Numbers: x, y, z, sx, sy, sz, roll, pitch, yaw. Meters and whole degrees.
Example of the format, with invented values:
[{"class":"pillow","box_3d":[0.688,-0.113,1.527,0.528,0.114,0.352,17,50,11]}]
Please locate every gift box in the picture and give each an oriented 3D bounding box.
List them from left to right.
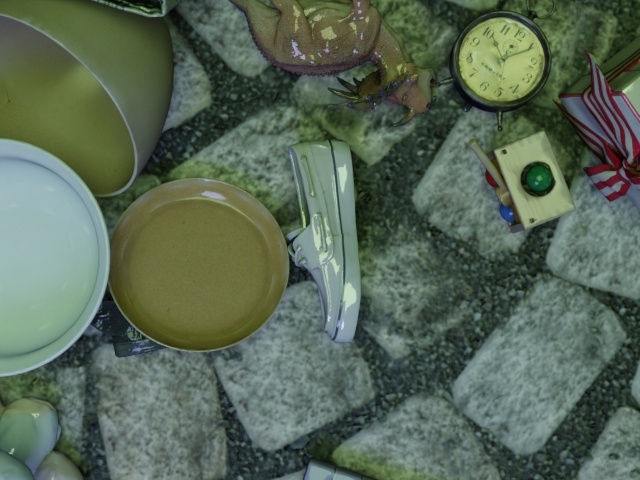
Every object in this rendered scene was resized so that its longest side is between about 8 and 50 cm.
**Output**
[{"class":"gift box","box_3d":[0.451,-0.166,1.535,0.258,0.255,0.276,-39,94,-3]}]

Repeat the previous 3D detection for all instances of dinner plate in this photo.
[{"class":"dinner plate","box_3d":[-0.156,0.040,1.624,0.141,0.017,0.141,3,72,-8]}]

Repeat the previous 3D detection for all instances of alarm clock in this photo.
[{"class":"alarm clock","box_3d":[0.248,-0.250,1.626,0.129,0.064,0.192,36,91,1]}]

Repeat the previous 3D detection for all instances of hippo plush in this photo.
[{"class":"hippo plush","box_3d":[-0.454,0.315,1.517,0.294,0.236,0.234,-43,89,-2]}]

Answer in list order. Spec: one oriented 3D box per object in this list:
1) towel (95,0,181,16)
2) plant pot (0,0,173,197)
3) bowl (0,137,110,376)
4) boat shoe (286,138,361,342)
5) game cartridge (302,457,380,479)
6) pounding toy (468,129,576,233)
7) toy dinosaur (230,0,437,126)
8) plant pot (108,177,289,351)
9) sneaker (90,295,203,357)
[{"class":"towel","box_3d":[-0.293,-0.363,1.509,0.312,0.324,0.056,14,115,0]},{"class":"plant pot","box_3d":[-0.294,-0.221,1.545,0.284,0.284,0.191,36,56,1]},{"class":"bowl","box_3d":[-0.396,0.020,1.571,0.297,0.134,0.298,0,91,6]},{"class":"boat shoe","box_3d":[0.000,0.000,1.594,0.088,0.096,0.268,-2,86,-11]},{"class":"game cartridge","box_3d":[0.038,0.489,1.604,0.230,0.068,0.355,18,88,5]},{"class":"pounding toy","box_3d":[0.252,-0.079,1.581,0.100,0.141,0.130,-22,88,-1]},{"class":"toy dinosaur","box_3d":[0.007,-0.256,1.601,0.295,0.127,0.200,8,102,8]},{"class":"plant pot","box_3d":[-0.160,0.034,1.601,0.236,0.032,0.236,3,71,-8]},{"class":"sneaker","box_3d":[-0.225,0.100,1.618,0.170,0.051,0.089,-13,93,3]}]
